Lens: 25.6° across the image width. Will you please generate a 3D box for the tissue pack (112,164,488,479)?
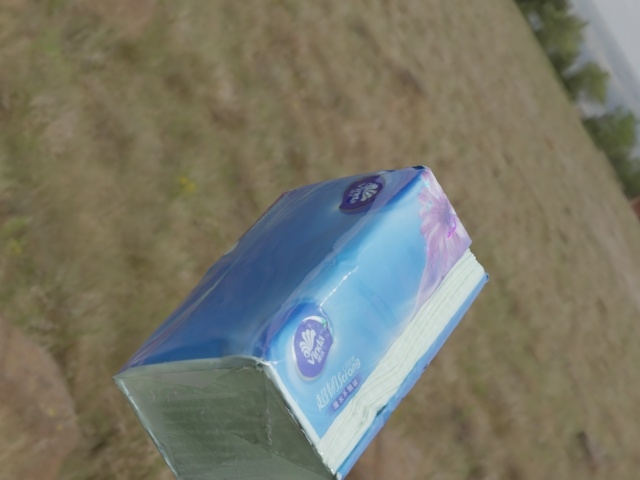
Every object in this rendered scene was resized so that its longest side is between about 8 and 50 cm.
[{"bbox_3d":[-0.014,0.070,1.174,0.263,0.198,0.146,-47,116,-39],"label":"tissue pack"}]
